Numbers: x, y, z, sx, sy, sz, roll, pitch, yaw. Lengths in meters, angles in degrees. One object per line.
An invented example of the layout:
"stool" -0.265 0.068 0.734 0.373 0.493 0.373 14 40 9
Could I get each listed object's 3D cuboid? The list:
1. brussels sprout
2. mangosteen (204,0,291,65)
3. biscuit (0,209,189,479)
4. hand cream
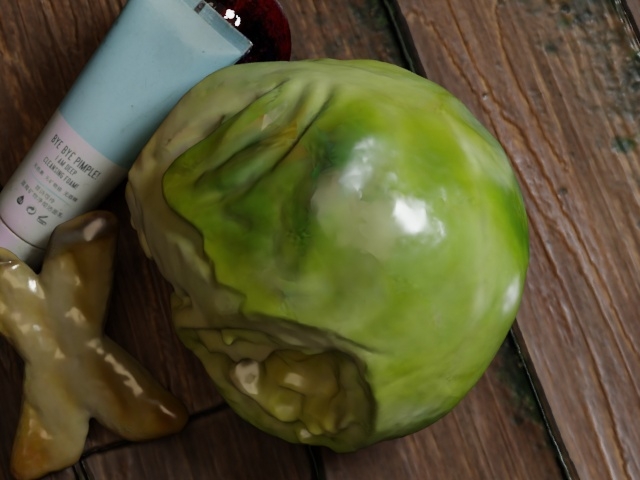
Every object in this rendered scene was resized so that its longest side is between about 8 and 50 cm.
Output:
"brussels sprout" 0.000 0.000 1.120 0.344 0.268 0.344 -3 77 14
"mangosteen" -0.100 -0.183 1.253 0.152 0.152 0.152 -2 75 7
"biscuit" -0.219 0.090 1.207 0.164 0.047 0.208 -18 98 4
"hand cream" -0.194 -0.093 1.210 0.111 0.070 0.312 44 108 1
